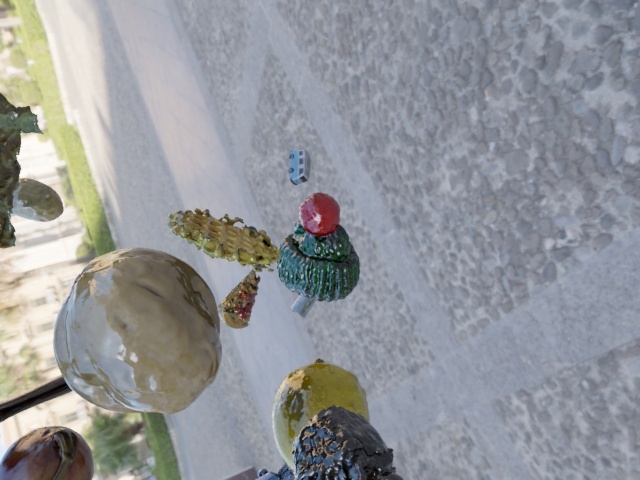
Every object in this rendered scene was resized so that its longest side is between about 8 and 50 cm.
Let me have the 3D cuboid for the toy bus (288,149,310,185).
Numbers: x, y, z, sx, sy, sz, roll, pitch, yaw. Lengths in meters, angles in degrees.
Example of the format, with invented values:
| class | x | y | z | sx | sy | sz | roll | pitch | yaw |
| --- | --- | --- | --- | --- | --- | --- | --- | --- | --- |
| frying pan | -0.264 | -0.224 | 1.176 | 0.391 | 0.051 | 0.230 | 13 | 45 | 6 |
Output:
| class | x | y | z | sx | sy | sz | roll | pitch | yaw |
| --- | --- | --- | --- | --- | --- | --- | --- | --- | --- |
| toy bus | -0.075 | -0.272 | 2.158 | 0.060 | 0.074 | 0.123 | 37 | -131 | -62 |

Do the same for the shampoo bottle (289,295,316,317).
| class | x | y | z | sx | sy | sz | roll | pitch | yaw |
| --- | --- | --- | --- | --- | --- | --- | --- | --- | --- |
| shampoo bottle | -0.027 | 0.185 | 2.177 | 0.072 | 0.214 | 0.072 | 34 | -179 | -1 |

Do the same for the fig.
| class | x | y | z | sx | sy | sz | roll | pitch | yaw |
| --- | --- | --- | --- | --- | --- | --- | --- | --- | --- |
| fig | -0.578 | 0.486 | 1.245 | 0.205 | 0.205 | 0.205 | 50 | 149 | 46 |

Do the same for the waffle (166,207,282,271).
| class | x | y | z | sx | sy | sz | roll | pitch | yaw |
| --- | --- | --- | --- | --- | --- | --- | --- | --- | --- |
| waffle | -0.231 | -0.010 | 1.427 | 0.262 | 0.280 | 0.060 | 35 | 109 | 27 |

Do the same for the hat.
| class | x | y | z | sx | sy | sz | roll | pitch | yaw |
| --- | --- | --- | --- | --- | --- | --- | --- | --- | --- |
| hat | 0.000 | 0.000 | 1.757 | 0.274 | 0.242 | 0.333 | 20 | 125 | 27 |

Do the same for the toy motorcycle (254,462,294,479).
| class | x | y | z | sx | sy | sz | roll | pitch | yaw |
| --- | --- | --- | --- | --- | --- | --- | --- | --- | --- |
| toy motorcycle | -0.164 | 0.805 | 1.844 | 0.092 | 0.254 | 0.136 | 9 | 119 | 64 |

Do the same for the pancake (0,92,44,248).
| class | x | y | z | sx | sy | sz | roll | pitch | yaw |
| --- | --- | --- | --- | --- | --- | --- | --- | --- | --- |
| pancake | -0.818 | -0.159 | 1.316 | 0.066 | 0.304 | 0.427 | 15 | 91 | 48 |

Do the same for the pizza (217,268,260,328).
| class | x | y | z | sx | sy | sz | roll | pitch | yaw |
| --- | --- | --- | --- | --- | --- | --- | --- | --- | --- |
| pizza | -0.232 | 0.180 | 1.807 | 0.062 | 0.199 | 0.188 | 20 | 169 | 21 |

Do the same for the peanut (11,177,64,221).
| class | x | y | z | sx | sy | sz | roll | pitch | yaw |
| --- | --- | --- | --- | --- | --- | --- | --- | --- | --- |
| peanut | -0.865 | -0.117 | 1.642 | 0.136 | 0.298 | 0.120 | 85 | -164 | -59 |

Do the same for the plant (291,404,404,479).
| class | x | y | z | sx | sy | sz | roll | pitch | yaw |
| --- | --- | --- | --- | --- | --- | --- | --- | --- | --- |
| plant | 0.047 | 0.436 | 1.083 | 0.204 | 0.178 | 0.234 | 34 | -168 | -27 |

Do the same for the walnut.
| class | x | y | z | sx | sy | sz | roll | pitch | yaw |
| --- | --- | --- | --- | --- | --- | --- | --- | --- | --- |
| walnut | -0.391 | 0.199 | 1.273 | 0.381 | 0.380 | 0.382 | 50 | 149 | 46 |

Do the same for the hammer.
| class | x | y | z | sx | sy | sz | roll | pitch | yaw |
| --- | --- | --- | --- | --- | --- | --- | --- | --- | --- |
| hammer | -0.705 | 0.374 | 1.340 | 0.242 | 0.408 | 0.096 | -5 | 98 | 29 |

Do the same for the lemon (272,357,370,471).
| class | x | y | z | sx | sy | sz | roll | pitch | yaw |
| --- | --- | --- | --- | --- | --- | --- | --- | --- | --- |
| lemon | 0.001 | 0.450 | 1.464 | 0.284 | 0.260 | 0.261 | 59 | 155 | 25 |
